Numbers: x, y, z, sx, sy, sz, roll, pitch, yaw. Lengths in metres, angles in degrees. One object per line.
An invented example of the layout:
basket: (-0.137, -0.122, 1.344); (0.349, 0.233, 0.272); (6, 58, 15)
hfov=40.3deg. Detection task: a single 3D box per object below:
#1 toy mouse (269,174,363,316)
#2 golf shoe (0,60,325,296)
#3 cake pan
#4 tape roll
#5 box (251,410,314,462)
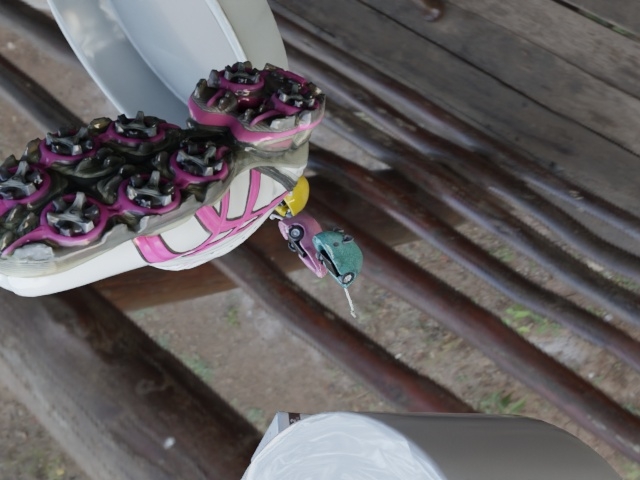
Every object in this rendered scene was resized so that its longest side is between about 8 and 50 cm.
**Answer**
toy mouse: (0.000, 0.000, 0.735); (0.143, 0.031, 0.161); (54, 168, -8)
golf shoe: (-0.061, -0.013, 0.368); (0.067, 0.186, 0.086); (30, 125, 22)
cake pan: (-0.131, -0.176, 0.713); (0.293, 0.054, 0.293); (38, 154, 23)
tape roll: (0.069, 0.230, 0.544); (0.246, 0.169, 0.246); (-13, 73, 47)
box: (0.018, 0.325, 1.083); (0.181, 0.181, 0.119); (-99, 26, -43)
